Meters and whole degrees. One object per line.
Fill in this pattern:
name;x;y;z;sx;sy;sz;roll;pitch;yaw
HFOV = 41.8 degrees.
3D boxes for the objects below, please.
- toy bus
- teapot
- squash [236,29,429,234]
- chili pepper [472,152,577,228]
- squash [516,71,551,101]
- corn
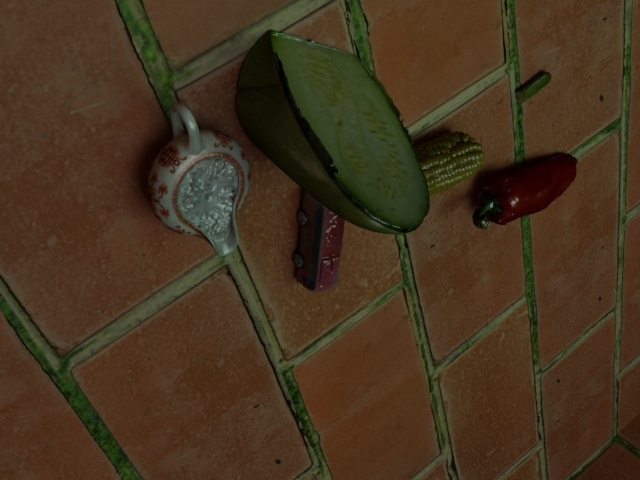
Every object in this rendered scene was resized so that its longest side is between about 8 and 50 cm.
toy bus;0.000;0.000;1.459;0.065;0.077;0.192;-15;126;-31
teapot;-0.180;-0.094;1.217;0.159;0.116;0.246;-26;135;-9
squash;0.043;-0.147;1.223;0.233;0.309;0.210;7;112;-43
chili pepper;0.426;-0.107;1.744;0.387;0.110;0.110;-22;130;-36
squash;0.425;-0.307;1.658;0.083;0.027;0.027;-37;136;-17
corn;0.167;-0.115;1.509;0.312;0.102;0.102;-26;132;-26
